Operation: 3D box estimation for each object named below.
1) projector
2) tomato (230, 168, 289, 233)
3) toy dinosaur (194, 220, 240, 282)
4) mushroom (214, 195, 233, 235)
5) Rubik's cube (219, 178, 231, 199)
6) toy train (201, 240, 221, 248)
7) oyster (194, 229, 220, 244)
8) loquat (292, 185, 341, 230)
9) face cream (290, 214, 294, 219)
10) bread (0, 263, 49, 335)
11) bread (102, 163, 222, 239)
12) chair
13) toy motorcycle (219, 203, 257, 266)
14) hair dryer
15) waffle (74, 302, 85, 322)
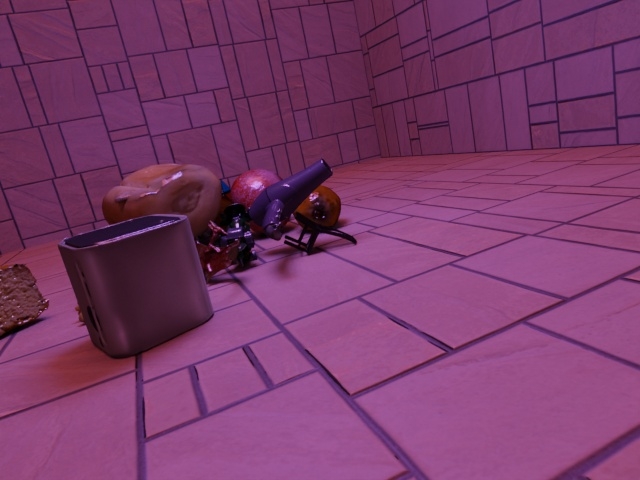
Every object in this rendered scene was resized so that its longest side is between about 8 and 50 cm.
[{"bbox_3d":[-0.419,0.089,1.036,0.248,0.250,0.248,-23,18,-38],"label":"projector"},{"bbox_3d":[-0.226,-0.161,1.821,0.227,0.270,0.270,-29,13,5],"label":"tomato"},{"bbox_3d":[-0.343,0.037,1.305,0.112,0.207,0.327,32,1,-44],"label":"toy dinosaur"},{"bbox_3d":[-0.478,-0.079,1.903,0.345,0.260,0.345,17,10,-3],"label":"mushroom"},{"bbox_3d":[-0.409,-0.126,2.283,0.234,0.285,0.250,4,26,-42],"label":"Rubik's cube"},{"bbox_3d":[-0.385,0.051,1.518,0.132,0.083,0.200,-15,14,-23],"label":"toy train"},{"bbox_3d":[-0.514,0.014,1.658,0.267,0.112,0.198,-18,4,-24],"label":"oyster"},{"bbox_3d":[-0.012,-0.123,1.718,0.187,0.176,0.234,-28,9,6],"label":"loquat"},{"bbox_3d":[-0.170,-0.098,2.028,0.130,0.034,0.034,-18,15,-26],"label":"face cream"},{"bbox_3d":[-0.963,0.186,1.229,0.178,0.195,0.340,6,25,34],"label":"bread"},{"bbox_3d":[-0.533,-0.119,1.542,0.375,0.253,0.348,11,38,43],"label":"bread"},{"bbox_3d":[0.000,0.000,1.424,0.212,0.102,0.084,24,13,-7],"label":"chair"},{"bbox_3d":[-0.268,-0.021,1.480,0.124,0.187,0.275,-13,15,-5],"label":"toy motorcycle"},{"bbox_3d":[-0.099,-0.094,1.343,0.301,0.121,0.361,-33,23,18],"label":"hair dryer"},{"bbox_3d":[-0.593,0.153,1.338,0.281,0.058,0.301,-14,14,-6],"label":"waffle"}]
